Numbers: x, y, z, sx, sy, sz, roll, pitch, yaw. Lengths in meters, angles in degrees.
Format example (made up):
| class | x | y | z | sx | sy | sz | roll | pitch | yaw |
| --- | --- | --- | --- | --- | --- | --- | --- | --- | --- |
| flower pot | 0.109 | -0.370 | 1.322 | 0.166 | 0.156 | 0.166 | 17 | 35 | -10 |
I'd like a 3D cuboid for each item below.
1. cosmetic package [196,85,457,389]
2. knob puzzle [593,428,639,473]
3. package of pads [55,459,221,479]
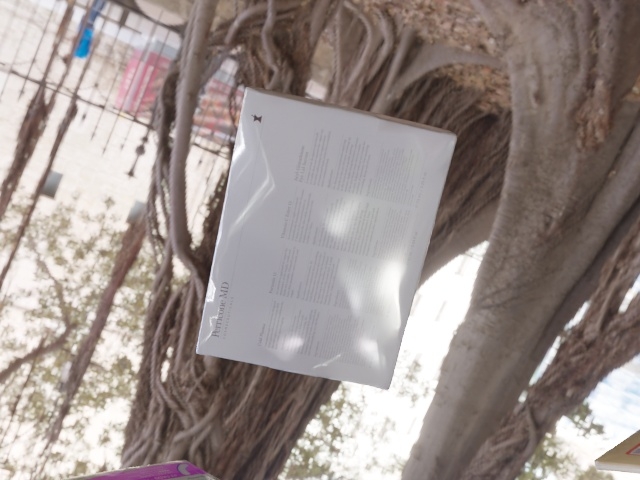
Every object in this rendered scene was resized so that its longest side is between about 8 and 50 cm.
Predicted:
| class | x | y | z | sx | sy | sz | roll | pitch | yaw |
| --- | --- | --- | --- | --- | --- | --- | --- | --- | --- |
| cosmetic package | 0.000 | 0.000 | 0.938 | 0.284 | 0.378 | 0.097 | 12 | -166 | -6 |
| knob puzzle | 0.417 | 0.219 | 0.688 | 0.213 | 0.030 | 0.213 | -12 | 176 | -1 |
| package of pads | -0.180 | 0.373 | 0.821 | 0.296 | 0.101 | 0.229 | 9 | 179 | 44 |
